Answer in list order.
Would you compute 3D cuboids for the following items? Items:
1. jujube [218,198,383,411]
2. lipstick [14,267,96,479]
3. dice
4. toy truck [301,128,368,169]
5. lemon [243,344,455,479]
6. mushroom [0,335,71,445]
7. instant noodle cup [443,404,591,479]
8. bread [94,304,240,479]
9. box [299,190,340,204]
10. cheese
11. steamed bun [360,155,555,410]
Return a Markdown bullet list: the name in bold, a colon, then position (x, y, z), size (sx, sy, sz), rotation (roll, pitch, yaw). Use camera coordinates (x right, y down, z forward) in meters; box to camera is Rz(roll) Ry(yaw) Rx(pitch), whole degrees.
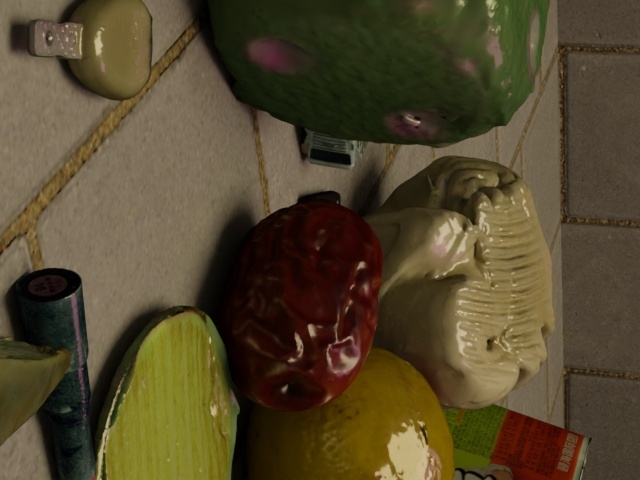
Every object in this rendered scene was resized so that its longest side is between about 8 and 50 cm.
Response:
- **jujube**: position (-0.021, 0.068, 1.619), size (0.174, 0.174, 0.250), rotation (74, 19, -48)
- **lipstick**: position (-0.212, 0.137, 1.243), size (0.053, 0.053, 0.234), rotation (-57, 149, -56)
- **dice**: position (0.075, -0.299, 1.591), size (0.330, 0.318, 0.322), rotation (59, 40, -62)
- **toy truck**: position (0.032, -0.153, 1.897), size (0.177, 0.080, 0.115), rotation (-66, 164, -50)
- **lemon**: position (0.033, 0.256, 1.722), size (0.260, 0.261, 0.284), rotation (13, 83, -72)
- **mushroom**: position (-0.264, 0.120, 1.024), size (0.333, 0.087, 0.107), rotation (-53, 147, -66)
- **instant noodle cup**: position (0.218, 0.358, 2.164), size (0.294, 0.308, 0.293), rotation (14, 90, -78)
- **bread**: position (-0.154, 0.214, 1.454), size (0.301, 0.045, 0.301), rotation (3, 90, -71)
- **box**: position (0.000, 0.000, 1.911), size (0.125, 0.027, 0.126), rotation (-18, 112, -71)
- **cheese**: position (-0.194, -0.166, 1.241), size (0.192, 0.037, 0.097), rotation (-15, 107, -72)
- **steamed bun**: position (0.164, 0.065, 2.098), size (0.339, 0.247, 0.352), rotation (-20, 101, -54)
